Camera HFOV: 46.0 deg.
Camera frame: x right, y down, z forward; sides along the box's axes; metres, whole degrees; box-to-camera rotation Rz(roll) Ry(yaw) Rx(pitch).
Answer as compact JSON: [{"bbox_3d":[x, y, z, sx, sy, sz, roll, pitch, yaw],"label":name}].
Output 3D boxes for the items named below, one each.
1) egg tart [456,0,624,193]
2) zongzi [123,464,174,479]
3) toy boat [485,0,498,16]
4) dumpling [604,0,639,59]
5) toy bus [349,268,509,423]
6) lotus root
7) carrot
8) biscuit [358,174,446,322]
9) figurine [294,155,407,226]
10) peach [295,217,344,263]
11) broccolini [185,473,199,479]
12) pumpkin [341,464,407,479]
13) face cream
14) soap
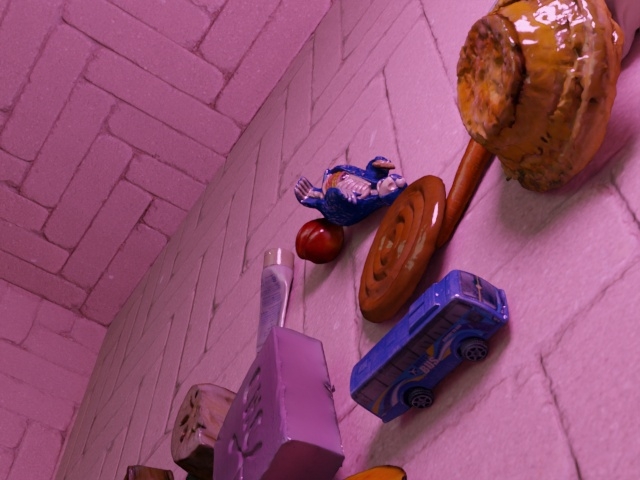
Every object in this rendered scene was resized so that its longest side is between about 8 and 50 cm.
[{"bbox_3d":[0.258,-0.207,0.974,0.294,0.123,0.293,-179,90,-74],"label":"egg tart"},{"bbox_3d":[-0.378,0.638,1.551,0.289,0.123,0.260,-70,21,2],"label":"zongzi"},{"bbox_3d":[0.313,-0.373,1.283,0.207,0.079,0.134,-56,17,19],"label":"toy boat"},{"bbox_3d":[0.381,-0.353,1.003,0.162,0.132,0.250,22,98,62],"label":"dumpling"},{"bbox_3d":[0.134,0.139,0.970,0.236,0.094,0.079,-50,21,29],"label":"toy bus"},{"bbox_3d":[-0.218,0.386,1.479,0.138,0.119,0.235,-57,21,11],"label":"lotus root"},{"bbox_3d":[0.227,-0.100,1.161,0.247,0.043,0.043,-64,19,-5],"label":"carrot"},{"bbox_3d":[0.124,0.011,1.216,0.262,0.037,0.261,-157,90,-78],"label":"biscuit"},{"bbox_3d":[0.072,-0.087,1.447,0.164,0.120,0.262,-29,18,-21],"label":"figurine"},{"bbox_3d":[0.000,-0.002,1.525,0.100,0.101,0.100,-50,21,28],"label":"peach"},{"bbox_3d":[-0.264,0.472,1.632,0.140,0.030,0.035,-84,-6,-59],"label":"broccolini"},{"bbox_3d":[0.030,0.378,0.908,0.169,0.148,0.312,-23,-7,-42],"label":"pumpkin"},{"bbox_3d":[-0.101,0.131,1.664,0.114,0.070,0.224,-37,42,51],"label":"face cream"},{"bbox_3d":[-0.078,0.331,1.189,0.296,0.107,0.285,-104,37,-65],"label":"soap"}]
